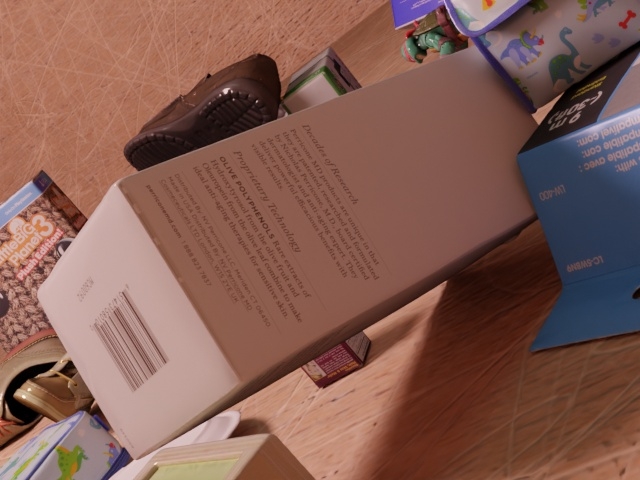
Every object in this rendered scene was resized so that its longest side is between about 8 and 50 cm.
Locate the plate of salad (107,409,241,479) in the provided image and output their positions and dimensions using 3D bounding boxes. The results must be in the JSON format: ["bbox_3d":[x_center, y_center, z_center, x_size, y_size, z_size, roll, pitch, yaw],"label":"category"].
[{"bbox_3d":[-0.150,0.226,0.972,0.199,0.048,0.200,-34,5,3],"label":"plate of salad"}]

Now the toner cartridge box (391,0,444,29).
[{"bbox_3d":[0.256,-0.417,1.716,0.165,0.075,0.348,-10,4,-18],"label":"toner cartridge box"}]

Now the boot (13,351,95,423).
[{"bbox_3d":[-0.314,0.156,1.384,0.165,0.077,0.213,-58,-7,-6],"label":"boot"}]

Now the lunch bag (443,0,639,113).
[{"bbox_3d":[0.171,-0.197,0.809,0.128,0.151,0.096,-34,13,29],"label":"lunch bag"}]

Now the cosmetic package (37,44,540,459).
[{"bbox_3d":[0.000,0.000,0.800,0.365,0.155,0.197,-27,-9,-39],"label":"cosmetic package"}]

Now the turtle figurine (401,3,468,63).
[{"bbox_3d":[0.205,-0.299,1.567,0.234,0.118,0.175,-25,19,29],"label":"turtle figurine"}]

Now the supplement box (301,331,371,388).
[{"bbox_3d":[-0.002,0.084,0.953,0.055,0.083,0.043,-32,15,28],"label":"supplement box"}]

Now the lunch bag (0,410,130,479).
[{"bbox_3d":[-0.298,0.269,1.115,0.176,0.090,0.219,-52,13,-31],"label":"lunch bag"}]

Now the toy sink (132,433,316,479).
[{"bbox_3d":[-0.098,0.240,0.616,0.152,0.131,0.234,-21,23,53],"label":"toy sink"}]

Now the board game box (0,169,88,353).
[{"bbox_3d":[-0.479,0.067,1.816,0.232,0.291,0.141,-40,14,1],"label":"board game box"}]

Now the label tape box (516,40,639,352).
[{"bbox_3d":[0.272,-0.088,0.733,0.240,0.106,0.334,-22,22,53],"label":"label tape box"}]

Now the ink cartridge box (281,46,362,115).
[{"bbox_3d":[0.023,-0.204,1.647,0.087,0.153,0.208,-36,15,15],"label":"ink cartridge box"}]

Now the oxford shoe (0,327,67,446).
[{"bbox_3d":[-0.527,0.273,1.662,0.348,0.123,0.130,-42,19,-6],"label":"oxford shoe"}]

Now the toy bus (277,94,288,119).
[{"bbox_3d":[-0.110,-0.147,1.858,0.333,0.130,0.108,-46,16,-23],"label":"toy bus"}]

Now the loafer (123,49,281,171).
[{"bbox_3d":[-0.174,-0.184,1.665,0.365,0.134,0.130,-20,36,44],"label":"loafer"}]
